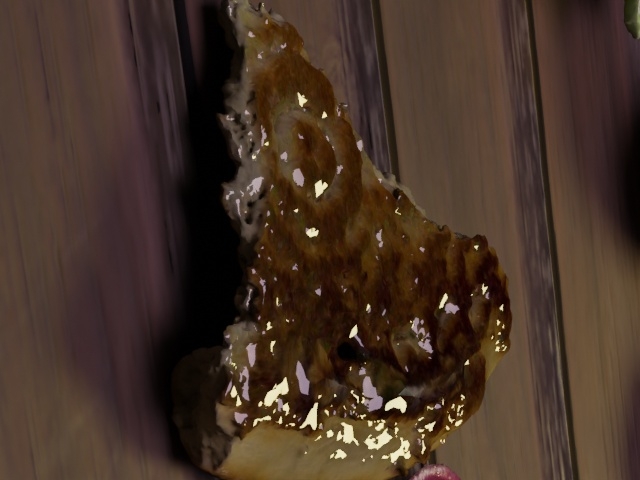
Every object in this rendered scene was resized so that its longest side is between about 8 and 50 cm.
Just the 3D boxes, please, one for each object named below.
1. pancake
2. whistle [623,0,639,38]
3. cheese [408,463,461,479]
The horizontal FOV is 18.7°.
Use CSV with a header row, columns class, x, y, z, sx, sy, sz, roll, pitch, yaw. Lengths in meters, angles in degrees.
class,x,y,z,sx,sy,sz,roll,pitch,yaw
pancake,0.000,0.000,0.908,0.266,0.057,0.244,-36,110,-57
whistle,0.191,-0.260,1.137,0.131,0.106,0.288,7,85,-55
cheese,0.065,0.204,0.976,0.244,0.062,0.155,59,42,-49
